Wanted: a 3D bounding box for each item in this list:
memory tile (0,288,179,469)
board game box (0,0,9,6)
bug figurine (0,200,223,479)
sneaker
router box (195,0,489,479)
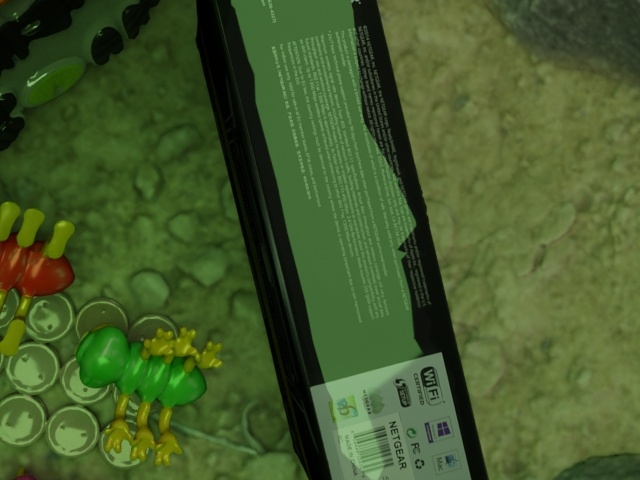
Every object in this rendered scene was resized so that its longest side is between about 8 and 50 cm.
[{"bbox_3d":[-0.177,0.090,0.682,0.148,0.012,0.113,14,90,-8],"label":"memory tile"},{"bbox_3d":[-0.239,-0.286,0.410,0.356,0.356,0.357,-38,122,-13],"label":"board game box"},{"bbox_3d":[-0.194,0.112,0.625,0.216,0.072,0.279,25,98,-22],"label":"bug figurine"},{"bbox_3d":[-0.228,-0.121,0.622,0.279,0.107,0.118,-38,58,-17],"label":"sneaker"},{"bbox_3d":[0.000,0.000,0.588,0.081,0.243,0.309,-14,94,-7],"label":"router box"}]
